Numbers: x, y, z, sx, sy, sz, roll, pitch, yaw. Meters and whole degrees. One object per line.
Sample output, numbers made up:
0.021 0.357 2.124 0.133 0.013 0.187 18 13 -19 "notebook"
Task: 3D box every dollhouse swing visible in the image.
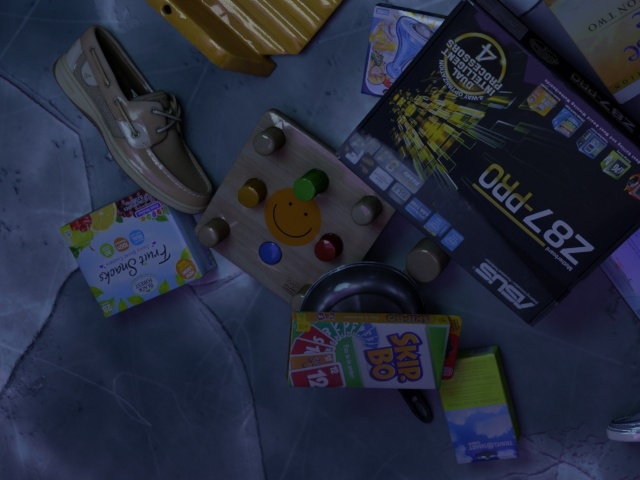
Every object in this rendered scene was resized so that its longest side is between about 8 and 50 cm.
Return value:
-0.125 -0.424 1.686 0.315 0.305 0.347 43 114 2 "dollhouse swing"

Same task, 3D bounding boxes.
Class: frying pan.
0.072 0.178 1.875 0.197 0.053 0.326 -7 119 0 "frying pan"

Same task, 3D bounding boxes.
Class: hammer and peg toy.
0.000 0.000 1.872 0.361 0.127 0.266 37 114 5 "hammer and peg toy"

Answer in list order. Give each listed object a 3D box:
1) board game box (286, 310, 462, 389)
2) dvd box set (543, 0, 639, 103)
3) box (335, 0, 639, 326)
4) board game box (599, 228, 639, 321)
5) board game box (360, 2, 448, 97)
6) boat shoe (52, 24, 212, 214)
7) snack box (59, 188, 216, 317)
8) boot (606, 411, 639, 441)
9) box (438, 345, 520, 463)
0.082 0.167 1.821 0.259 0.039 0.124 0 121 -8 "board game box"
0.406 -0.406 1.548 0.307 0.062 0.420 -30 121 24 "dvd box set"
0.267 -0.116 1.729 0.395 0.097 0.318 42 122 0 "box"
0.506 0.048 1.771 0.145 0.027 0.281 -35 93 26 "board game box"
0.168 -0.265 1.782 0.201 0.035 0.136 13 111 14 "board game box"
-0.282 -0.189 1.912 0.341 0.121 0.110 48 116 1 "boat shoe"
-0.304 0.011 2.010 0.207 0.070 0.174 -22 98 24 "snack box"
0.521 0.247 1.814 0.190 0.069 0.086 -10 96 13 "boot"
0.249 0.262 1.917 0.109 0.042 0.178 -10 103 22 "box"
